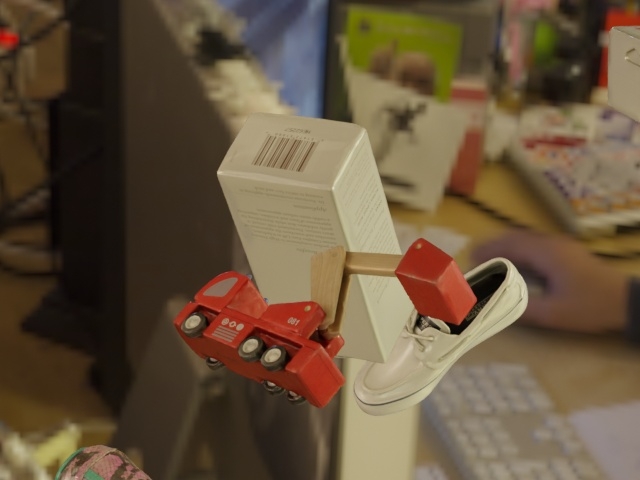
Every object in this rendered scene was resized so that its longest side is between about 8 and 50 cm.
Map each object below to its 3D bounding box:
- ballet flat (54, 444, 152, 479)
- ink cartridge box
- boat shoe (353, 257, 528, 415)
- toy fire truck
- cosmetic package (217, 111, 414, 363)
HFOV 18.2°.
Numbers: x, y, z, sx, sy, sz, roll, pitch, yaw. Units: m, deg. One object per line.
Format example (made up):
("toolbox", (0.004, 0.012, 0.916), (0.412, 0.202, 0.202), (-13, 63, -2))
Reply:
("ballet flat", (-0.111, 0.213, 1.380), (0.079, 0.221, 0.077), (33, 75, 33))
("ink cartridge box", (0.406, -0.162, 1.988), (0.208, 0.087, 0.153), (-2, 16, -13))
("boat shoe", (0.138, 0.110, 2.460), (0.258, 0.084, 0.095), (-41, 55, -7))
("toy fire truck", (0.000, 0.047, 1.409), (0.192, 0.047, 0.135), (19, 61, 44))
("cosmetic package", (0.000, 0.000, 1.788), (0.117, 0.231, 0.085), (10, 51, 25))
